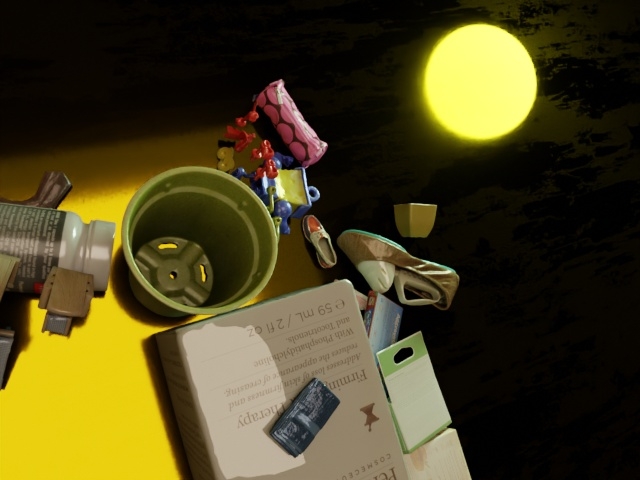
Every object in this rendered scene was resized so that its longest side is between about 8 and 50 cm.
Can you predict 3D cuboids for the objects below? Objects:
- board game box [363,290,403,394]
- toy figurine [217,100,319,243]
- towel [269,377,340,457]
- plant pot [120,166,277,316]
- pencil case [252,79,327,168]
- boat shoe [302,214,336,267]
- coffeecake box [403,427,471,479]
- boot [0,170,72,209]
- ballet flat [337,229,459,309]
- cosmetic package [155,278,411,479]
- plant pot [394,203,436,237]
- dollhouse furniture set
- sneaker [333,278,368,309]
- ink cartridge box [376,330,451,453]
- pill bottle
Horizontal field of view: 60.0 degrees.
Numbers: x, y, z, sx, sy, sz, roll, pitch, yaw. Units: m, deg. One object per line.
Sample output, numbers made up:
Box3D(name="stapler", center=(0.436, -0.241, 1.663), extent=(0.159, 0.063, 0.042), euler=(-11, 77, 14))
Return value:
Box3D(name="board game box", center=(0.127, 0.271, 1.280), extent=(0.145, 0.027, 0.281), euler=(35, 63, -50))
Box3D(name="toy figurine", center=(-0.075, -0.102, 1.223), extent=(0.217, 0.191, 0.362), euler=(7, 59, -37))
Box3D(name="towel", center=(-0.023, 0.285, 0.895), extent=(0.067, 0.029, 0.119), euler=(46, 66, -9))
Box3D(name="plant pot", center=(-0.259, 0.034, 1.071), extent=(0.276, 0.254, 0.275), euler=(10, 67, -25))
Box3D(name="pencil case", center=(-0.066, -0.276, 1.314), extent=(0.095, 0.098, 0.209), euler=(-40, 96, -25))
Box3D(name="boat shoe", center=(0.000, 0.000, 1.315), extent=(0.049, 0.043, 0.136), euler=(-21, 86, -23))
Box3D(name="coffeecake box", center=(0.247, 0.540, 1.292), extent=(0.186, 0.068, 0.142), euler=(-15, 86, -25))
Box3D(name="boot", center=(-0.566, -0.099, 1.100), extent=(0.107, 0.037, 0.114), euler=(31, 72, -28))
Box3D(name="ballet flat", center=(0.189, 0.086, 1.337), extent=(0.343, 0.116, 0.124), euler=(24, 58, -22))
Box3D(name="cosmetic package", center=(-0.090, 0.314, 1.057), extent=(0.330, 0.327, 0.393), euler=(-16, 87, -25))
Box3D(name="plant pot", center=(0.240, -0.049, 1.408), extent=(0.081, 0.081, 0.083), euler=(2, 89, -23))
Box3D(name="dollhouse furniture set", center=(-0.563, 0.195, 0.900), extent=(0.287, 0.198, 0.303), euler=(17, 112, -25))
Box3D(name="sneaker", center=(0.073, 0.151, 1.314), extent=(0.134, 0.051, 0.070), euler=(31, 81, -20))
Box3D(name="ink cartridge box", center=(0.206, 0.352, 1.299), extent=(0.171, 0.056, 0.234), euler=(-16, 84, -41))
Box3D(name="pill bottle", center=(-0.535, 0.017, 1.021), extent=(0.284, 0.161, 0.161), euler=(7, 76, -21))
